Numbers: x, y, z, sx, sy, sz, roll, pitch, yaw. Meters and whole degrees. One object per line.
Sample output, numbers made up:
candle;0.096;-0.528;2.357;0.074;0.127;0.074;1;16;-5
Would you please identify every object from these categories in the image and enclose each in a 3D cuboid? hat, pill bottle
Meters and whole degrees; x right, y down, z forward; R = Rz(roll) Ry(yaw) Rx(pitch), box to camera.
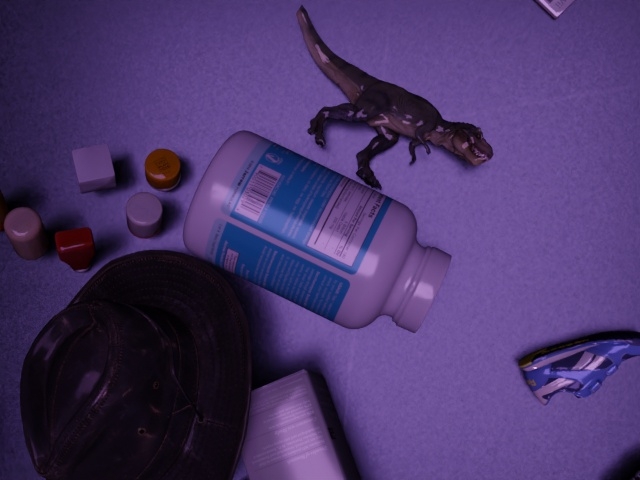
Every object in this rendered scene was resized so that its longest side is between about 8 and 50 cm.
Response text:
hat;-0.221;0.162;0.956;0.331;0.134;0.331;-7;77;30
pill bottle;0.000;0.000;0.990;0.264;0.146;0.146;26;92;3

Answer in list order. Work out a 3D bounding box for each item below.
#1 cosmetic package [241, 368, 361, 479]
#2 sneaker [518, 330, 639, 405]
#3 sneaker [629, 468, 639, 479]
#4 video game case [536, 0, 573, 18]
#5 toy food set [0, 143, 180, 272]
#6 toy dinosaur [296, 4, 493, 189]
cosmetic package;-0.008;0.265;0.979;0.107;0.127;0.237;-25;77;3
sneaker;0.292;0.136;1.019;0.144;0.053;0.059;-18;88;12
sneaker;0.416;0.373;0.988;0.121;0.108;0.302;-25;80;4
video game case;0.248;-0.319;1.040;0.122;0.011;0.087;44;93;2
toy food set;-0.267;-0.030;1.050;0.232;0.104;0.111;-14;75;-14
toy dinosaur;0.055;-0.135;1.032;0.268;0.064;0.118;35;86;5
